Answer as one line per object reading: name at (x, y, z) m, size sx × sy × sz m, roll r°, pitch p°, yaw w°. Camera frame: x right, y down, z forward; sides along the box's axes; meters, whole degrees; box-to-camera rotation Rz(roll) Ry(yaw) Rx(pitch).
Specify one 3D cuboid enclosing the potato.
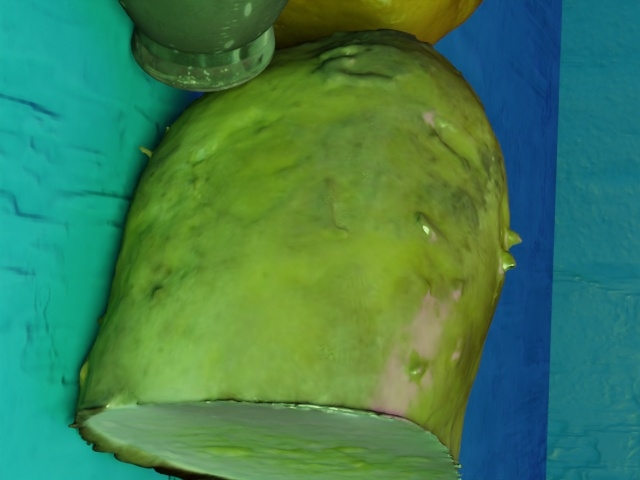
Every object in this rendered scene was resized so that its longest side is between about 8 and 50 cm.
potato at (0.000, 0.000, 0.886) m, size 0.229 × 0.229 × 0.266 m, roll 63°, pitch 29°, yaw -61°

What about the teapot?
teapot at (-0.065, -0.159, 0.854) m, size 0.146 × 0.116 × 0.148 m, roll 94°, pitch -17°, yaw -46°

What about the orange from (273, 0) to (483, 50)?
orange at (0.041, -0.233, 1.060) m, size 0.249 × 0.183 × 0.249 m, roll 2°, pitch 90°, yaw -77°
